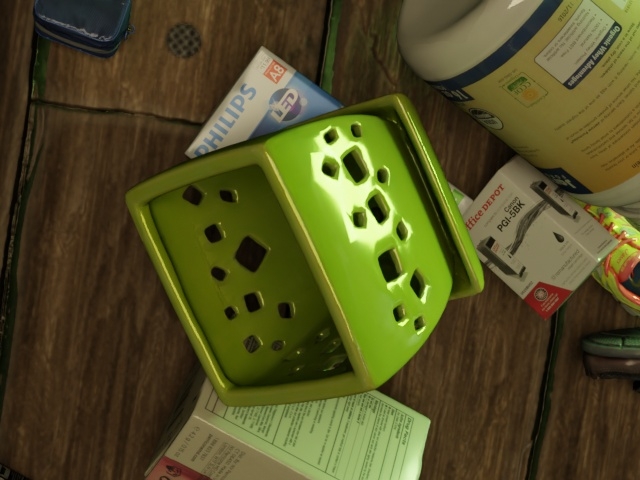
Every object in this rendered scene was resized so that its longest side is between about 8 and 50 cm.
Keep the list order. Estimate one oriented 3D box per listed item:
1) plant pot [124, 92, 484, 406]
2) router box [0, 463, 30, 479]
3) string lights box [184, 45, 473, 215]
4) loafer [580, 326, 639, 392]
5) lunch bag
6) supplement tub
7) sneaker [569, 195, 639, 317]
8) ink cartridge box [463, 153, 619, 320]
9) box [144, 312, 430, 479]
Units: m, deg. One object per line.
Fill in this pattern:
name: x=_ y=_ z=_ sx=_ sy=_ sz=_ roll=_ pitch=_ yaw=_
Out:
plant pot: x=0.000 y=0.000 z=1.267 sx=0.207 sy=0.227 sz=0.228 roll=-30 pitch=100 yaw=-39
router box: x=-0.322 y=0.334 z=1.443 sx=0.133 sy=0.046 sz=0.179 roll=32 pitch=92 yaw=-9
string lights box: x=0.006 y=-0.065 z=1.425 sx=0.260 sy=0.077 sz=0.133 roll=35 pitch=93 yaw=-8
loafer: x=0.418 y=0.141 z=1.480 sx=0.303 sy=0.109 sz=0.095 roll=-1 pitch=100 yaw=-9
lunch bag: x=-0.228 y=-0.222 z=1.392 sx=0.098 sy=0.065 sz=0.067 roll=21 pitch=77 yaw=-7
supplement tub: x=0.253 y=-0.173 z=1.347 sx=0.316 sy=0.228 sz=0.228 roll=35 pitch=91 yaw=-23
sneaker: x=0.295 y=0.005 z=1.456 sx=0.208 sy=0.094 sz=0.081 roll=37 pitch=92 yaw=-7
ink cartridge box: x=0.212 y=-0.004 z=1.423 sx=0.135 sy=0.056 sz=0.099 roll=43 pitch=129 yaw=10
box: x=-0.030 y=0.205 z=1.393 sx=0.232 sy=0.148 sz=0.127 roll=30 pitch=130 yaw=-8
